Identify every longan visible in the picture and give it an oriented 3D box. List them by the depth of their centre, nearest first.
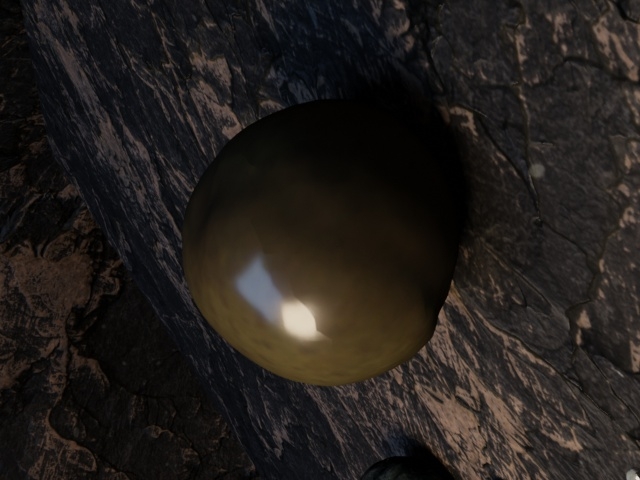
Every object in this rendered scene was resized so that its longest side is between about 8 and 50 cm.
[{"bbox_3d":[0.000,0.000,1.085,0.361,0.361,0.361,48,156,29],"label":"longan"}]

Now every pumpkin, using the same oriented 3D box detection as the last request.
[{"bbox_3d":[0.154,0.479,1.555,0.233,0.163,0.233,34,145,28],"label":"pumpkin"}]

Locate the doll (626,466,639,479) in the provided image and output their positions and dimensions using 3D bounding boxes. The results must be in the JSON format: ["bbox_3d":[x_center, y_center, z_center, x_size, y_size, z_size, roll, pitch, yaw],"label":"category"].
[{"bbox_3d":[0.379,0.314,0.970,0.113,0.071,0.135,38,156,60],"label":"doll"}]
